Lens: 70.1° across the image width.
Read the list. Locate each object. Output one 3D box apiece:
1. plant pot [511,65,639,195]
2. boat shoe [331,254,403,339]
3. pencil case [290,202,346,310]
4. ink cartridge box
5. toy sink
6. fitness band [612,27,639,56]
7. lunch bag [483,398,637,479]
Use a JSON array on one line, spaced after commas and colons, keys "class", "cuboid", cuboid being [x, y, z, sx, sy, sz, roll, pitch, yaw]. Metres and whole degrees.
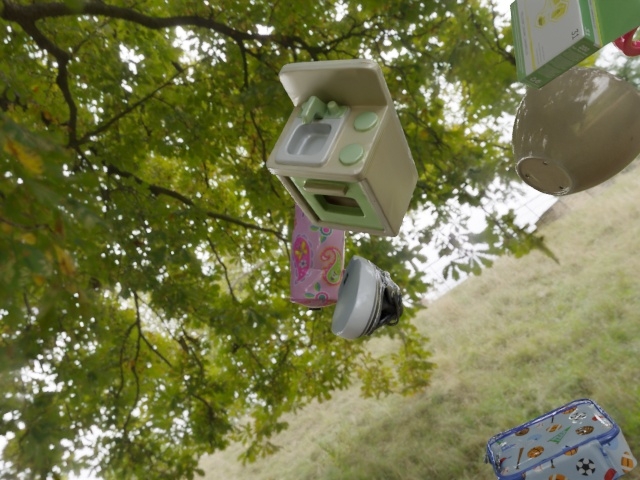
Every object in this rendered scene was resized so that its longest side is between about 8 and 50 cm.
[{"class": "plant pot", "cuboid": [0.551, -0.212, 1.029, 0.191, 0.284, 0.284, -52, -25, -12]}, {"class": "boat shoe", "cuboid": [0.062, 0.070, 0.540, 0.228, 0.076, 0.080, -57, -10, -87]}, {"class": "pencil case", "cuboid": [0.000, 0.000, 0.939, 0.124, 0.284, 0.124, 1, -11, 0]}, {"class": "ink cartridge box", "cuboid": [0.411, -0.372, 0.707, 0.056, 0.171, 0.235, 11, -20, -24]}, {"class": "toy sink", "cuboid": [0.027, -0.118, 0.652, 0.234, 0.153, 0.131, 54, -128, -51]}, {"class": "fitness band", "cuboid": [0.756, -0.528, 0.961, 0.209, 0.054, 0.291, -7, -34, -36]}, {"class": "lunch bag", "cuboid": [0.534, 0.488, 1.057, 0.303, 0.115, 0.243, -29, -4, 13]}]
